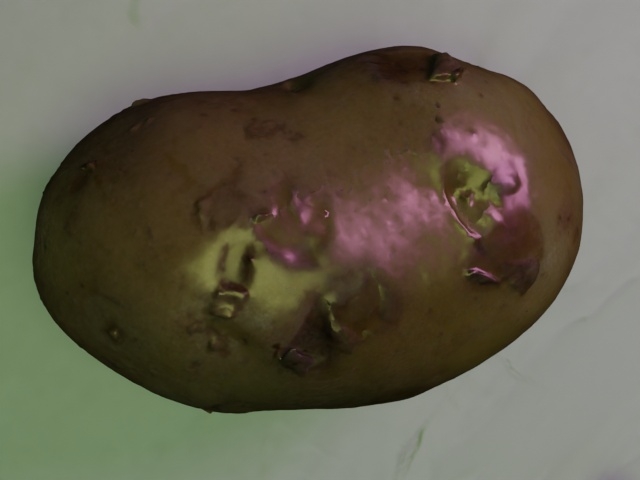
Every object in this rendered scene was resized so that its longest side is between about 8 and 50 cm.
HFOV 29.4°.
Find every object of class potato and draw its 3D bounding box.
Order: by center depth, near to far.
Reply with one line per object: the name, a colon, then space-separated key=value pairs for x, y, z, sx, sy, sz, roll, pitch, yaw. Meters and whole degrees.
potato: x=0.000 y=0.000 z=0.572 sx=0.262 sy=0.165 sz=0.165 roll=-14 pitch=105 yaw=-13
